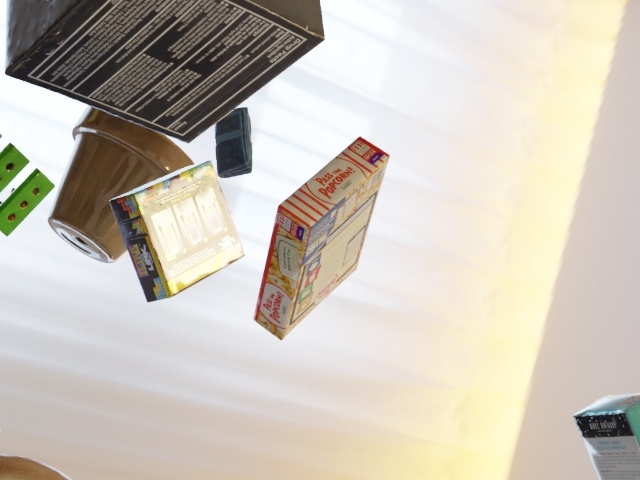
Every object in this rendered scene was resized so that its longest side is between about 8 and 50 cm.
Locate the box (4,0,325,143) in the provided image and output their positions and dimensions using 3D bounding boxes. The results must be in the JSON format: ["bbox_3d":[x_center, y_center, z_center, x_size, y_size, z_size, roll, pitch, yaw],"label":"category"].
[{"bbox_3d":[-0.203,-0.302,1.621,0.296,0.294,0.183,-31,-128,38],"label":"box"}]

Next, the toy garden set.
[{"bbox_3d":[-0.532,-0.081,1.825,0.204,0.244,0.049,-48,-130,-8],"label":"toy garden set"}]

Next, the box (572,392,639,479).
[{"bbox_3d":[0.396,0.303,1.497,0.100,0.060,0.244,-19,-86,61],"label":"box"}]

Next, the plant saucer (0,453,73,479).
[{"bbox_3d":[-0.357,0.391,1.378,0.050,0.310,0.311,-13,-117,58],"label":"plant saucer"}]

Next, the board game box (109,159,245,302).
[{"bbox_3d":[-0.183,-0.014,1.641,0.048,0.170,0.141,-12,-80,35],"label":"board game box"}]

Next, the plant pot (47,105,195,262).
[{"bbox_3d":[-0.392,-0.091,2.365,0.263,0.263,0.229,2,-125,56],"label":"plant pot"}]

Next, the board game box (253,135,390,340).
[{"bbox_3d":[0.000,0.000,1.367,0.045,0.147,0.193,35,-39,17],"label":"board game box"}]

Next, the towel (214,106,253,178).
[{"bbox_3d":[-0.148,-0.165,2.128,0.067,0.029,0.119,-13,-115,19],"label":"towel"}]
